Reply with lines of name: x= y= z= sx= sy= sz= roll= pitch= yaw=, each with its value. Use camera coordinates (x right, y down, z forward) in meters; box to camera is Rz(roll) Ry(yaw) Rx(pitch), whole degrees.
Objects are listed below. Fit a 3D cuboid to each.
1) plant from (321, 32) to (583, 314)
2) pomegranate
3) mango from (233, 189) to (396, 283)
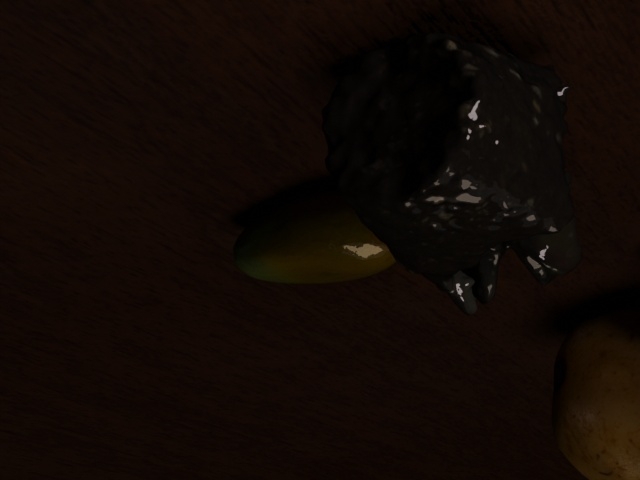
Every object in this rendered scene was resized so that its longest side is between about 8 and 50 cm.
plant: x=0.140 y=-0.064 z=1.301 sx=0.188 sy=0.199 sz=0.276 roll=-18 pitch=151 yaw=29
pomegranate: x=0.466 y=0.225 z=2.039 sx=0.307 sy=0.307 sz=0.307 roll=-8 pitch=158 yaw=-3
mango: x=0.000 y=0.000 z=1.537 sx=0.195 sy=0.091 sz=0.130 roll=-10 pitch=160 yaw=13
